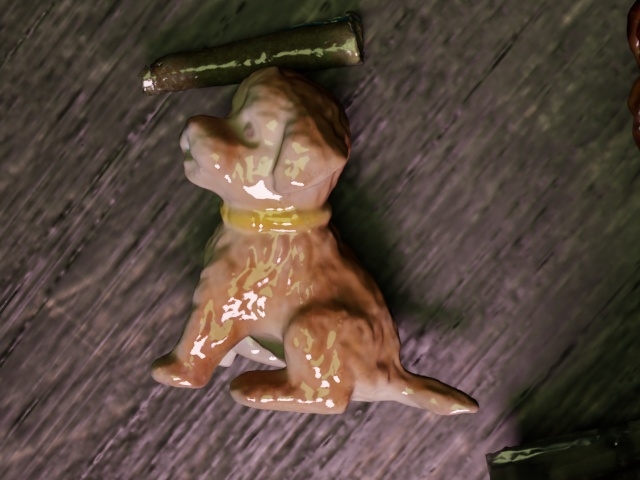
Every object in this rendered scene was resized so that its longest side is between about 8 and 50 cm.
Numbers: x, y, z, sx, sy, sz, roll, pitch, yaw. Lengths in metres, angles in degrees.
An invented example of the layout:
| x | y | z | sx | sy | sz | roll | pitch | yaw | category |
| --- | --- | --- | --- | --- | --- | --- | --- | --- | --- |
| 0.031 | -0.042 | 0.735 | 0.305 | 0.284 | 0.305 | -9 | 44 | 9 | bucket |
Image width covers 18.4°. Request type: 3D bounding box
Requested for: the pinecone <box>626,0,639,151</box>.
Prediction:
| x | y | z | sx | sy | sz | roll | pitch | yaw | category |
| --- | --- | --- | --- | --- | --- | --- | --- | --- | --- |
| 0.260 | -0.069 | 0.990 | 0.221 | 0.221 | 0.221 | 2 | 102 | 9 | pinecone |

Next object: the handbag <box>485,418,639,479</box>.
| x | y | z | sx | sy | sz | roll | pitch | yaw | category |
| --- | --- | --- | --- | --- | --- | --- | --- | --- | --- |
| 0.242 | 0.169 | 0.979 | 0.327 | 0.325 | 0.162 | -12 | 96 | 10 | handbag |

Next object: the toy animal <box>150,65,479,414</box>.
| x | y | z | sx | sy | sz | roll | pitch | yaw | category |
| --- | --- | --- | --- | --- | --- | --- | --- | --- | --- |
| 0.009 | 0.000 | 1.098 | 0.184 | 0.104 | 0.185 | 9 | 98 | 9 | toy animal |

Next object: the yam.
| x | y | z | sx | sy | sz | roll | pitch | yaw | category |
| --- | --- | --- | --- | --- | --- | --- | --- | --- | --- |
| -0.040 | -0.106 | 1.118 | 0.129 | 0.027 | 0.033 | -7 | 111 | 12 | yam |
